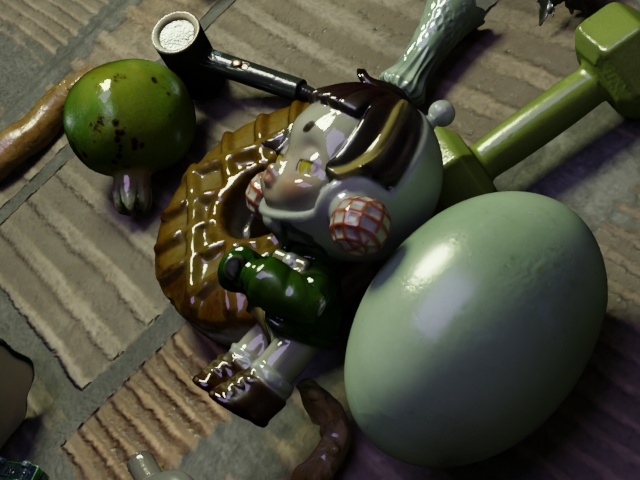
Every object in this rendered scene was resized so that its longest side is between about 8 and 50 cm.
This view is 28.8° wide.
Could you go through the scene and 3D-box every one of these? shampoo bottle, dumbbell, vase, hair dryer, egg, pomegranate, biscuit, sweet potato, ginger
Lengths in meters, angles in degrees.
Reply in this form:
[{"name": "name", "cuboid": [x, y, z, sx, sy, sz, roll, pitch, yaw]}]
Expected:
[{"name": "shampoo bottle", "cuboid": [-0.158, 0.279, 1.290, 0.080, 0.040, 0.165, -42, 42, -1]}, {"name": "dumbbell", "cuboid": [0.230, -0.125, 1.317, 0.302, 0.121, 0.108, -35, 70, 4]}, {"name": "vase", "cuboid": [0.130, -0.232, 1.513, 0.081, 0.081, 0.149, 19, 70, 44]}, {"name": "hair dryer", "cuboid": [-0.100, -0.216, 1.671, 0.255, 0.128, 0.070, 23, 72, 22]}, {"name": "egg", "cuboid": [0.141, 0.079, 1.127, 0.283, 0.203, 0.203, -45, 41, -14]}, {"name": "pomegranate", "cuboid": [-0.251, -0.136, 1.653, 0.180, 0.180, 0.210, -14, 77, 26]}, {"name": "biscuit", "cuboid": [-0.045, -0.025, 1.434, 0.332, 0.103, 0.332, -20, 46, 21]}, {"name": "sweet potato", "cuboid": [-0.439, -0.161, 1.875, 0.281, 0.059, 0.067, -41, 32, -4]}, {"name": "ginger", "cuboid": [-0.009, 0.262, 1.173, 0.089, 0.075, 0.288, -32, 40, 46]}]

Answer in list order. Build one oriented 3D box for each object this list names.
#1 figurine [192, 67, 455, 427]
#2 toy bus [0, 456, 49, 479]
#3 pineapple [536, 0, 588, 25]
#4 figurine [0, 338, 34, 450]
[{"name": "figurine", "cuboid": [0.000, 0.000, 1.217, 0.370, 0.167, 0.281, -62, 25, -4]}, {"name": "toy bus", "cuboid": [-0.352, 0.273, 1.439, 0.083, 0.037, 0.031, 0, 53, 35]}, {"name": "pineapple", "cuboid": [0.289, -0.374, 1.498, 0.125, 0.125, 0.251, -18, 49, 22]}, {"name": "figurine", "cuboid": [-0.536, 0.137, 1.514, 0.340, 0.323, 0.231, 25, 75, 31]}]
